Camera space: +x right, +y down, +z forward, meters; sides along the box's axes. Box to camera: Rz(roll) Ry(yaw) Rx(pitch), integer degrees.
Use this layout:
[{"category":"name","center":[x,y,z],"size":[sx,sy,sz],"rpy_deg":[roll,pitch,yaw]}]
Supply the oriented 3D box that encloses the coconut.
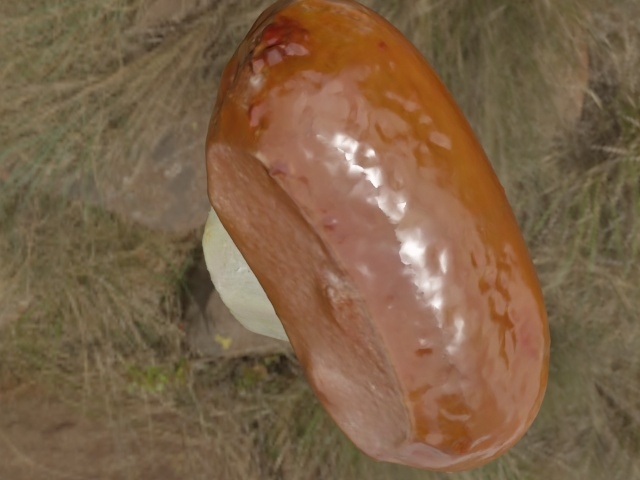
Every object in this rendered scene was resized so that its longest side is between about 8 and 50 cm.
[{"category":"coconut","center":[-0.001,0.004,1.081],"size":[0.241,0.241,0.241],"rpy_deg":[-7,134,-7]}]

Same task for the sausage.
[{"category":"sausage","center":[0.034,0.000,0.513],"size":[0.133,0.133,0.258],"rpy_deg":[-25,103,10]}]
